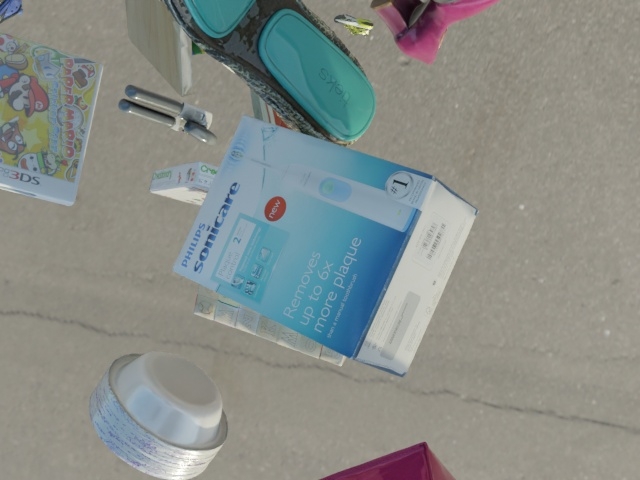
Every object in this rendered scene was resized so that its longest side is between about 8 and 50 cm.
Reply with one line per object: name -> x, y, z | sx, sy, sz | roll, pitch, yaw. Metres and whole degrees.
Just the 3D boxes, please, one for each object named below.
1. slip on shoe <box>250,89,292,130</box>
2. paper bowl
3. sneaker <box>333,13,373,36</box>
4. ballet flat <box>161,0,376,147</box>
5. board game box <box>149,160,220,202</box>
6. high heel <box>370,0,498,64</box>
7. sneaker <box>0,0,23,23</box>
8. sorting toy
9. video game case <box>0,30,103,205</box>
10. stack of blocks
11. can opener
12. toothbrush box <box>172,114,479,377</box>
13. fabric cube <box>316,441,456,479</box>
slip on shoe -> -0.094, -0.324, 2.096 | 0.101, 0.331, 0.123 | -7, 165, -14
paper bowl -> -0.317, 0.340, 1.971 | 0.284, 0.284, 0.148 | 33, 107, -7
sneaker -> 0.067, -0.443, 1.993 | 0.083, 0.031, 0.035 | 14, 127, -1
ballet flat -> -0.107, -0.280, 1.159 | 0.182, 0.164, 0.483 | 20, 162, 42
board game box -> -0.218, -0.106, 1.988 | 0.193, 0.053, 0.305 | 15, 174, -26
high heel -> 0.261, -0.413, 1.756 | 0.181, 0.127, 0.377 | 41, 165, -28
sneaker -> -0.397, -0.317, 1.175 | 0.087, 0.221, 0.083 | 31, -179, -33
sorting toy -> -0.279, -0.446, 1.799 | 0.255, 0.089, 0.257 | 48, 146, 39
video game case -> -0.434, -0.182, 1.377 | 0.206, 0.227, 0.026 | 15, 161, -24
stack of blocks -> -0.065, 0.116, 1.810 | 0.297, 0.171, 0.087 | 19, 114, 11
can opener -> -0.356, -0.304, 2.310 | 0.280, 0.074, 0.093 | 16, -166, -48
toothbrush box -> 0.000, 0.000, 1.131 | 0.295, 0.216, 0.126 | 23, 177, 38
fabric cube -> 0.096, 0.463, 1.234 | 0.254, 0.259, 0.258 | -23, 131, 17
